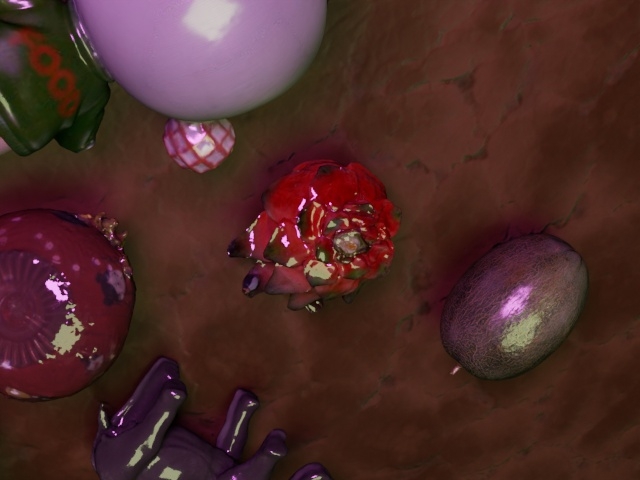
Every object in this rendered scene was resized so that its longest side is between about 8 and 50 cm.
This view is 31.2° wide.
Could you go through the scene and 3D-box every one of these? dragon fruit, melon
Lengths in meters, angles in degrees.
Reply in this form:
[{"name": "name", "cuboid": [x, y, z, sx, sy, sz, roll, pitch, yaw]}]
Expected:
[{"name": "dragon fruit", "cuboid": [0.004, -0.003, 0.989, 0.142, 0.121, 0.130, -30, 96, 31]}, {"name": "melon", "cuboid": [0.182, 0.067, 1.093, 0.114, 0.114, 0.167, 37, 97, -33]}]

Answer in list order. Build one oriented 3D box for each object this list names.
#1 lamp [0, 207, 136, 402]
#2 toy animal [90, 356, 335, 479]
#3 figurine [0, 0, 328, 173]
[{"name": "lamp", "cuboid": [-0.223, 0.052, 0.938, 0.157, 0.135, 0.156, 3, 91, 9]}, {"name": "toy animal", "cuboid": [-0.104, 0.213, 1.099, 0.245, 0.114, 0.146, 29, 102, -9]}, {"name": "figurine", "cuboid": [-0.152, -0.148, 0.816, 0.370, 0.167, 0.281, -21, 121, 5]}]
